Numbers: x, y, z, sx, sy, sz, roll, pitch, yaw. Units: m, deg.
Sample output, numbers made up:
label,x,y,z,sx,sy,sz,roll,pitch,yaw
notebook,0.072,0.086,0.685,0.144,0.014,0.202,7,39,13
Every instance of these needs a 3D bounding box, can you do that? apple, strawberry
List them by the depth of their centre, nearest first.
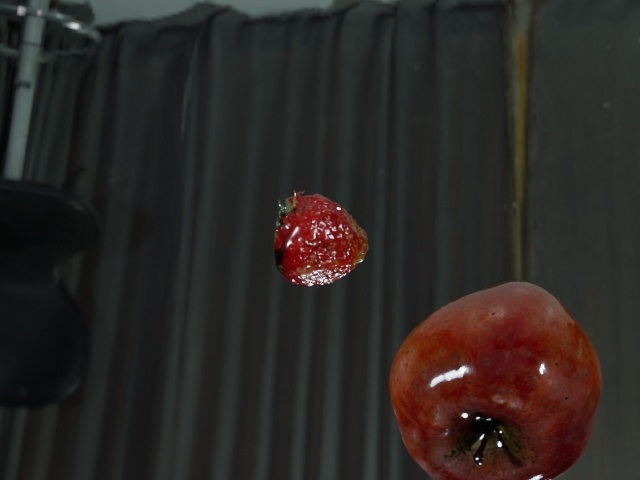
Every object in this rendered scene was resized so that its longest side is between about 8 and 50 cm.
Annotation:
label,x,y,z,sx,sy,sz,roll,pitch,yaw
strawberry,0.000,0.001,1.141,0.106,0.106,0.106,2,160,1
apple,0.181,0.152,1.157,0.234,0.233,0.234,2,160,1
